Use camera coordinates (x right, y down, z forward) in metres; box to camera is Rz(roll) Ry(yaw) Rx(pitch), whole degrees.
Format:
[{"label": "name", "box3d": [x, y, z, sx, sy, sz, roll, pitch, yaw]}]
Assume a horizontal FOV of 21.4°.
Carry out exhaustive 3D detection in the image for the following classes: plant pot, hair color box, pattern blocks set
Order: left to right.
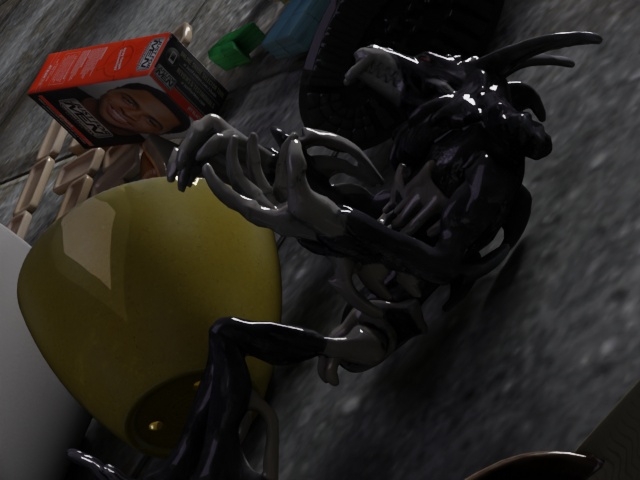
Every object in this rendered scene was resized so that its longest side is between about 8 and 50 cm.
[{"label": "hair color box", "box3d": [-0.145, -0.110, 1.261, 0.141, 0.072, 0.043, -4, 52, 43]}, {"label": "plant pot", "box3d": [-0.073, 0.049, 0.830, 0.134, 0.134, 0.095, -42, 47, 22]}, {"label": "pattern blocks set", "box3d": [0.034, -0.255, 1.254, 0.325, 0.026, 0.285, -54, 20, -9]}]

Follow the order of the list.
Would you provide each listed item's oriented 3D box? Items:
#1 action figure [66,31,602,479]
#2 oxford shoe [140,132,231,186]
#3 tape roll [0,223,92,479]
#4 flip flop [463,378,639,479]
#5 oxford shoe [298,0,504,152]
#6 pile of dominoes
[{"label": "action figure", "box3d": [0.000, 0.000, 0.715, 0.275, 0.141, 0.164, -55, 9, -9]}, {"label": "oxford shoe", "box3d": [-0.086, -0.008, 1.016, 0.076, 0.076, 0.212, -57, 17, 13]}, {"label": "tape roll", "box3d": [-0.261, 0.102, 0.937, 0.246, 0.246, 0.169, -32, 27, 41]}, {"label": "flip flop", "box3d": [0.047, 0.106, 0.456, 0.112, 0.080, 0.277, -87, 23, -56]}, {"label": "oxford shoe", "box3d": [0.059, -0.136, 0.943, 0.227, 0.083, 0.096, -56, 2, -17]}, {"label": "pile of dominoes", "box3d": [-0.181, -0.044, 1.360, 0.196, 0.040, 0.251, -24, 41, 45]}]
